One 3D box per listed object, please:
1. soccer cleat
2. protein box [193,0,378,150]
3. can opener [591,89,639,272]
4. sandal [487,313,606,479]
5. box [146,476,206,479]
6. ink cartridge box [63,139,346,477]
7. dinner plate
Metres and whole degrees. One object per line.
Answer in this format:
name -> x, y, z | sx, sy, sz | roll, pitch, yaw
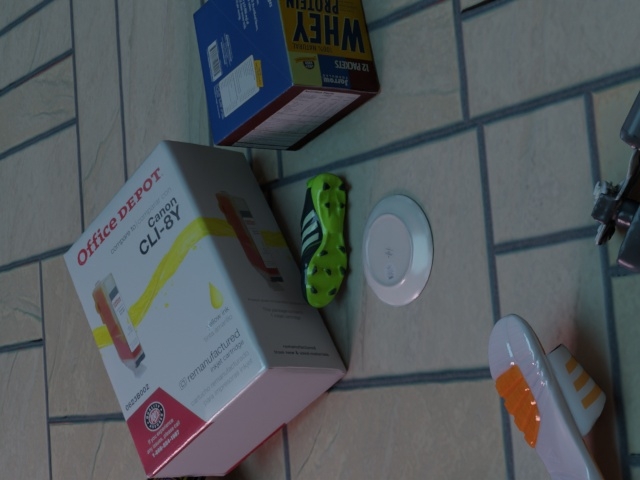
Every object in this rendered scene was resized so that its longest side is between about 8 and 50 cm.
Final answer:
soccer cleat -> 0.000, 0.000, 1.748 | 0.072, 0.060, 0.178 | -3, 81, 64
protein box -> -0.051, -0.249, 1.747 | 0.201, 0.136, 0.199 | -30, 65, 50
can opener -> 0.337, -0.107, 1.280 | 0.093, 0.074, 0.280 | 24, 114, 15
sandal -> 0.261, 0.191, 1.372 | 0.265, 0.076, 0.102 | 64, 156, 1
box -> -0.238, 0.419, 1.949 | 0.060, 0.216, 0.270 | 24, 116, 4
ink cartridge box -> -0.174, 0.095, 1.833 | 0.279, 0.160, 0.384 | -44, 57, 30
dinner plate -> 0.090, 0.013, 1.651 | 0.141, 0.017, 0.141 | 2, 93, 55
